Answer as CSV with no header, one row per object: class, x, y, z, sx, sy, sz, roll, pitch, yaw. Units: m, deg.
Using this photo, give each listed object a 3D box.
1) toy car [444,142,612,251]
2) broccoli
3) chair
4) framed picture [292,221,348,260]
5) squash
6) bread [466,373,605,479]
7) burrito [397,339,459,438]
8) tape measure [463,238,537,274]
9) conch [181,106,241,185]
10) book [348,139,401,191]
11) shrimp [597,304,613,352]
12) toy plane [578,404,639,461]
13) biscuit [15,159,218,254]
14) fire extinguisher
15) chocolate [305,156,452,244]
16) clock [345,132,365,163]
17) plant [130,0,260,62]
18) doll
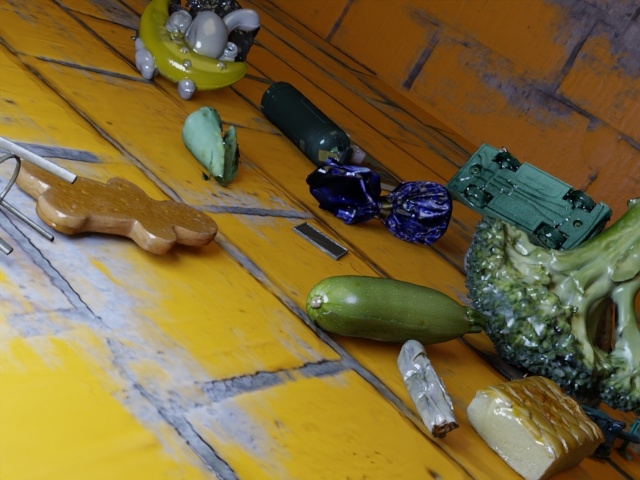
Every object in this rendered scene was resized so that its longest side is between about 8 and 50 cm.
toy car,0.410,-0.077,1.667,0.320,0.141,0.097,35,-14,36
broccoli,0.408,0.042,1.342,0.353,0.397,0.275,22,-8,-6
chair,-0.361,-0.081,0.849,0.221,0.095,0.104,31,6,1
framed picture,0.000,0.000,1.364,0.089,0.007,0.066,34,18,9
squash,0.106,0.099,1.141,0.341,0.094,0.094,10,28,-41
bread,0.280,0.239,1.084,0.125,0.068,0.188,43,21,31
burrito,0.127,0.178,1.033,0.041,0.045,0.185,47,8,-25
tape measure,0.412,0.075,1.648,0.265,0.130,0.258,22,17,-12
conch,-0.170,-0.148,1.388,0.105,0.079,0.170,9,43,-37
book,0.061,-0.205,1.984,0.208,0.020,0.295,10,28,-48
shrimp,0.525,0.174,1.566,0.052,0.144,0.251,11,3,12
toy plane,0.406,0.274,1.226,0.235,0.060,0.096,19,8,-22
biscuit,-0.235,-0.030,1.014,0.250,0.036,0.165,11,24,-41
fire extinguisher,-0.019,-0.238,1.804,0.095,0.114,0.311,-22,47,-22
chocolate,0.096,-0.071,1.556,0.343,0.126,0.148,10,-11,-44
clock,0.049,-0.213,1.886,0.129,0.041,0.087,32,20,20
plant,-0.263,-0.475,1.879,0.234,0.204,0.178,35,48,-16
doll,-0.255,-0.398,1.712,0.237,0.111,0.252,14,58,-9
